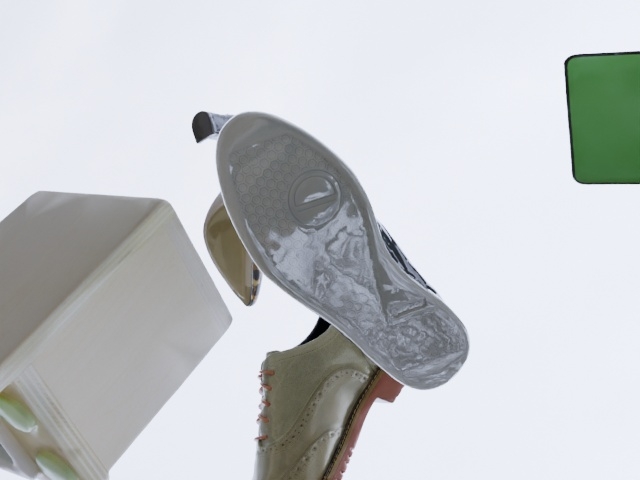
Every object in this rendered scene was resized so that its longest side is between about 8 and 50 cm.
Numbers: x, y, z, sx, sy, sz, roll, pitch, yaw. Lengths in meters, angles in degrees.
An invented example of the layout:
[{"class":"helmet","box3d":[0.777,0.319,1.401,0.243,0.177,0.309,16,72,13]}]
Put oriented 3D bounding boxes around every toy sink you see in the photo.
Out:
[{"class":"toy sink","box3d":[-0.201,0.087,0.715,0.152,0.131,0.234,4,-138,38]}]

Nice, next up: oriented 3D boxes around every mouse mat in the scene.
[{"class":"mouse mat","box3d":[0.359,-0.136,1.149,0.152,0.190,0.007,1,-137,19]}]

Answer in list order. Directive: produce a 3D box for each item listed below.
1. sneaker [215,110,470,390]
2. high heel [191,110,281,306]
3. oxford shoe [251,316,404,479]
[{"class":"sneaker","box3d":[0.000,0.000,0.854,0.104,0.296,0.147,-44,-153,-2]},{"class":"high heel","box3d":[-0.070,-0.046,1.342,0.093,0.186,0.261,-17,-99,38]},{"class":"oxford shoe","box3d":[-0.033,0.205,1.146,0.397,0.146,0.140,-54,-169,-26]}]
